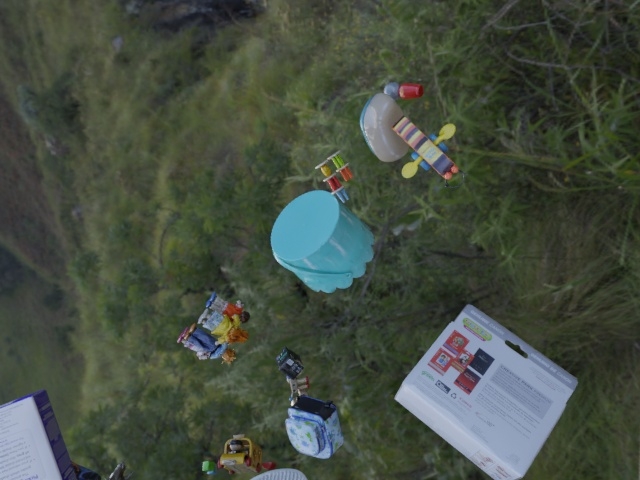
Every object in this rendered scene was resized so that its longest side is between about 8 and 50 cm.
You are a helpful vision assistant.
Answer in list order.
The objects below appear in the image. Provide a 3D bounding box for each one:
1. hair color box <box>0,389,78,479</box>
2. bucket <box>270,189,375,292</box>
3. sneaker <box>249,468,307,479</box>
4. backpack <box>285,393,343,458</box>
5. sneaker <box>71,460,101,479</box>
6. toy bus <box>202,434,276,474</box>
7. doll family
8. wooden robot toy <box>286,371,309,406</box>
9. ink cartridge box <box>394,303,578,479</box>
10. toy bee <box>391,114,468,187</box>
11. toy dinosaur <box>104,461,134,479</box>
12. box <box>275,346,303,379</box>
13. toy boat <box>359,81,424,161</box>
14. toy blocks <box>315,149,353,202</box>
[{"bbox_3d":[-0.569,0.479,1.158,0.110,0.185,0.338,145,105,-77],"label":"hair color box"},{"bbox_3d":[0.000,0.000,1.800,0.183,0.281,0.281,43,-174,-41],"label":"bucket"},{"bbox_3d":[-0.188,0.780,1.756,0.135,0.366,0.150,62,180,34],"label":"sneaker"},{"bbox_3d":[-0.013,0.387,1.239,0.105,0.084,0.114,0,116,41],"label":"backpack"},{"bbox_3d":[-0.720,0.681,1.776,0.087,0.083,0.221,20,148,35],"label":"sneaker"},{"bbox_3d":[-0.248,0.654,1.878,0.202,0.191,0.104,-39,43,45],"label":"toy bus"},{"bbox_3d":[-0.314,0.295,1.846,0.263,0.163,0.118,-49,20,23],"label":"doll family"},{"bbox_3d":[-0.083,0.490,2.103,0.079,0.076,0.173,-130,31,-60],"label":"wooden robot toy"},{"bbox_3d":[0.380,0.347,1.404,0.309,0.272,0.130,37,154,17],"label":"ink cartridge box"},{"bbox_3d":[0.350,-0.253,1.808,0.162,0.299,0.195,-109,39,-65],"label":"toy bee"},{"bbox_3d":[-0.790,0.892,2.074,0.121,0.314,0.160,47,174,38],"label":"toy dinosaur"},{"bbox_3d":[-0.095,0.375,1.870,0.062,0.052,0.083,39,-175,-19],"label":"box"},{"bbox_3d":[0.240,-0.432,2.131,0.148,0.318,0.267,10,149,37],"label":"toy boat"},{"bbox_3d":[0.063,-0.208,2.012,0.054,0.123,0.148,-20,106,51],"label":"toy blocks"}]
